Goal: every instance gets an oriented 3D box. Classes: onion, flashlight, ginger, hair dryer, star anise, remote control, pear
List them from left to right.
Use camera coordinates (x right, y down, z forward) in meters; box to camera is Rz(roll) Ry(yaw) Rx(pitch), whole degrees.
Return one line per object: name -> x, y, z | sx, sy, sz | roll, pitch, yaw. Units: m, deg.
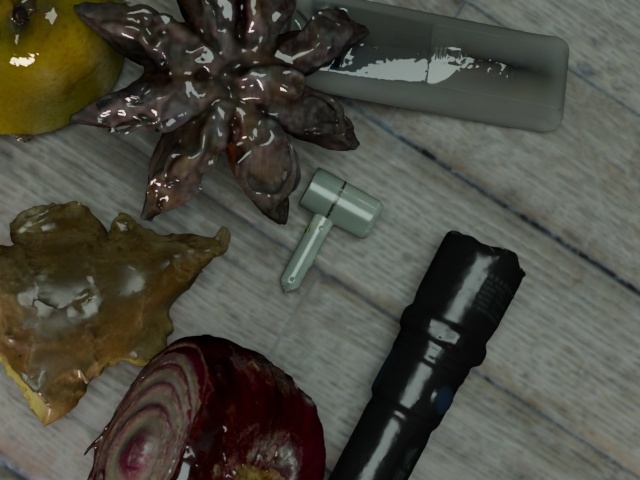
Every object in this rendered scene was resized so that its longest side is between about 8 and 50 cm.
pear -> -0.325, -0.240, 1.584 | 0.266, 0.178, 0.267 | 1, 78, -7
ginger -> -0.223, 0.049, 1.589 | 0.270, 0.123, 0.219 | -32, 94, -18
star anise -> -0.092, -0.167, 1.559 | 0.331, 0.117, 0.332 | -2, 96, -22
onion -> -0.090, 0.213, 1.533 | 0.206, 0.216, 0.207 | 32, 81, -30
hair dryer -> 0.000, 0.000, 1.659 | 0.082, 0.047, 0.137 | 30, 86, -3
flashlight -> 0.080, 0.190, 1.617 | 0.103, 0.103, 0.424 | 29, 81, -3
remote control -> 0.121, -0.196, 1.676 | 0.312, 0.055, 0.109 | 9, 81, -13
